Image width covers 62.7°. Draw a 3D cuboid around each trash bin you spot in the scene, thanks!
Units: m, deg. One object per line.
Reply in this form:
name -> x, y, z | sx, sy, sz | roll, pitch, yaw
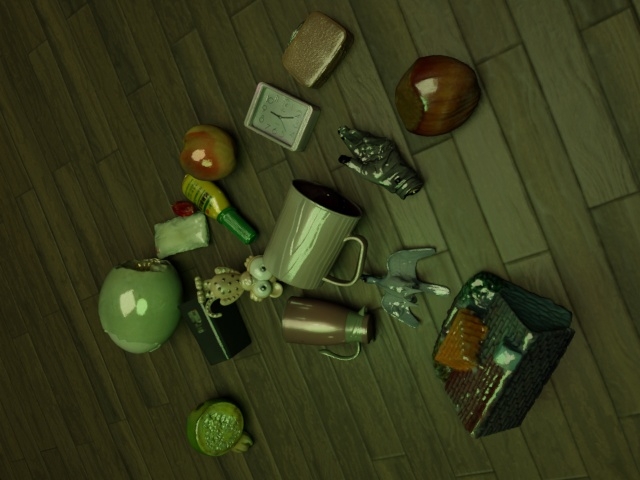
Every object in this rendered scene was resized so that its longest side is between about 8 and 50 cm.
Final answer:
trash bin -> -0.346, 0.279, 1.752 | 0.115, 0.165, 0.225 | -24, 92, 25

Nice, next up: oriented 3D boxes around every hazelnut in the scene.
hazelnut -> 0.294, -0.376, 1.346 | 0.186, 0.210, 0.210 | 41, 115, 37

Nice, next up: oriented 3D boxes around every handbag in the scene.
handbag -> -0.013, -0.546, 1.499 | 0.151, 0.072, 0.193 | 46, 115, 10

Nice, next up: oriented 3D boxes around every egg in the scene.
egg -> -0.610, 0.230, 1.791 | 0.279, 0.278, 0.335 | 13, 103, 21

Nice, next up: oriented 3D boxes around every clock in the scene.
clock -> -0.118, -0.370, 1.582 | 0.197, 0.063, 0.150 | 30, 110, 16

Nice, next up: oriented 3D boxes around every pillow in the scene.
pillow -> -0.482, -0.019, 1.814 | 0.229, 0.051, 0.128 | -15, 82, 23

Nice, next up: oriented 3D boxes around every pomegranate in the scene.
pomegranate -> -0.352, 0.644, 1.837 | 0.159, 0.241, 0.189 | -14, 69, 59

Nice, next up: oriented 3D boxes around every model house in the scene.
model house -> 0.425, 0.310, 1.321 | 0.298, 0.339, 0.359 | 28, 110, 15

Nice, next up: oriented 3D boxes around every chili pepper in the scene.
chili pepper -> -0.458, -0.105, 1.765 | 0.191, 0.059, 0.050 | 16, 136, 54

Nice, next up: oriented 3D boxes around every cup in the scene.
cup -> -0.001, -0.008, 1.535 | 0.289, 0.208, 0.273 | 22, 110, -10

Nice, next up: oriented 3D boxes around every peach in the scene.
peach -> -0.347, -0.272, 1.643 | 0.184, 0.184, 0.184 | 5, 102, 23

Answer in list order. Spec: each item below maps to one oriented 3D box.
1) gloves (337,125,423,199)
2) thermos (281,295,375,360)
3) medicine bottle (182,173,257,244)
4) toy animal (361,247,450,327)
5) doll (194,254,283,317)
gloves -> 0.156, -0.217, 1.464 | 0.285, 0.119, 0.142 | 43, 103, -4
thermos -> 0.028, 0.267, 1.597 | 0.265, 0.146, 0.176 | 6, 96, 17
medicine bottle -> -0.327, -0.103, 1.718 | 0.309, 0.076, 0.111 | 41, 130, 10
toy animal -> 0.236, 0.123, 1.513 | 0.256, 0.176, 0.238 | 7, 109, -12
doll -> -0.252, 0.137, 1.655 | 0.278, 0.119, 0.154 | -18, 85, -12
